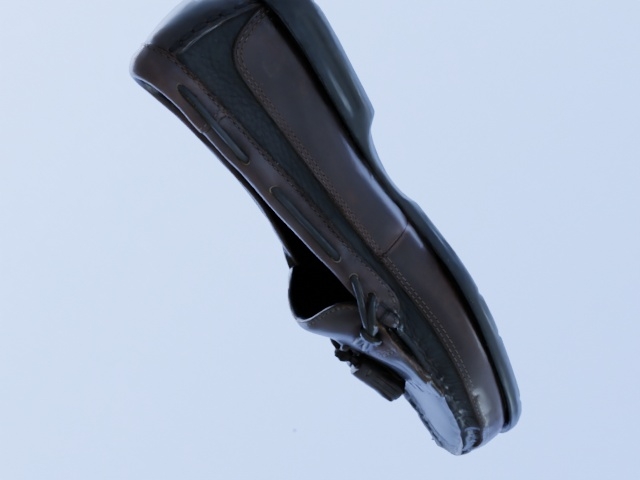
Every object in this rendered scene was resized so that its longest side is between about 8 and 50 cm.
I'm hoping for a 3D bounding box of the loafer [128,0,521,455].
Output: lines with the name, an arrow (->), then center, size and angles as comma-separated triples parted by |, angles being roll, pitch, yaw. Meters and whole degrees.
loafer -> 0.000, 0.000, 0.913 | 0.084, 0.096, 0.267 | -38, -68, -20
